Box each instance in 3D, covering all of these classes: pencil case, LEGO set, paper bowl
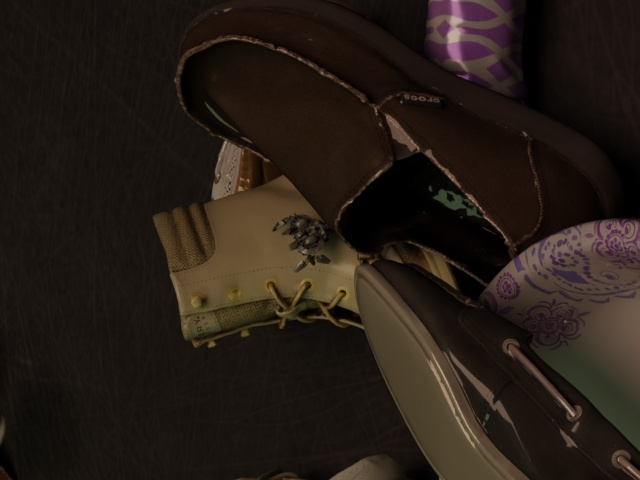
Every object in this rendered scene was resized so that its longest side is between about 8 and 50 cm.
[{"bbox_3d":[0.126,-0.198,1.446,0.088,0.086,0.206,8,91,1],"label":"pencil case"},{"bbox_3d":[0.002,-0.002,1.417,0.083,0.023,0.054,3,55,9],"label":"LEGO set"},{"bbox_3d":[0.226,0.131,1.256,0.284,0.148,0.284,-7,79,43],"label":"paper bowl"}]

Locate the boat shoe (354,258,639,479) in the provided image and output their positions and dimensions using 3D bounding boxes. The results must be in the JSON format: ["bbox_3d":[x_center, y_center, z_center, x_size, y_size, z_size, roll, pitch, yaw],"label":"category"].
[{"bbox_3d":[0.134,0.125,1.196,0.335,0.095,0.112,53,157,38],"label":"boat shoe"}]

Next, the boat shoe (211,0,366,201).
[{"bbox_3d":[-0.042,-0.072,1.582,0.096,0.098,0.277,38,109,62],"label":"boat shoe"}]

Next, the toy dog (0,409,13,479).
[{"bbox_3d":[-0.380,0.272,1.867,0.220,0.161,0.333,33,93,45],"label":"toy dog"}]

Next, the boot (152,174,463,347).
[{"bbox_3d":[-0.004,0.048,1.451,0.095,0.203,0.262,84,163,-56],"label":"boot"}]

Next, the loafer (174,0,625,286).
[{"bbox_3d":[0.035,-0.069,1.390,0.366,0.130,0.134,23,139,24],"label":"loafer"}]

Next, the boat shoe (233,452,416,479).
[{"bbox_3d":[-0.045,0.237,1.534,0.302,0.113,0.103,-40,65,35],"label":"boat shoe"}]
